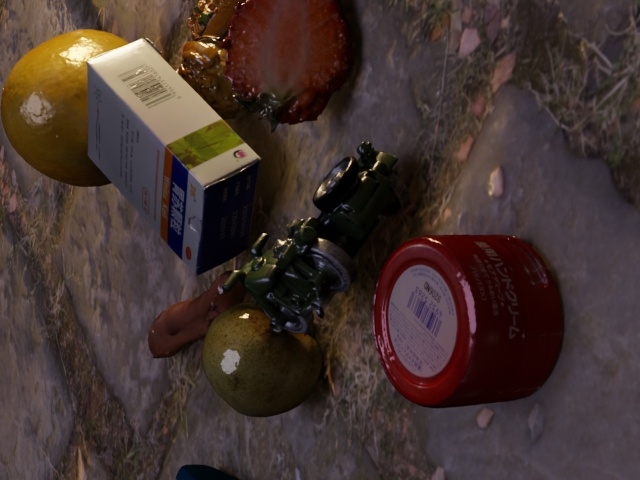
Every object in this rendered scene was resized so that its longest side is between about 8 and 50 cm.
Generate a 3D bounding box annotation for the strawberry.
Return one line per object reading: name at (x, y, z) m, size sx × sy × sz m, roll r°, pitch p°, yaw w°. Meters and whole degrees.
strawberry at (-0.036, -0.259, 1.621) m, size 0.236 × 0.175 × 0.107 m, roll -57°, pitch -1°, yaw -9°

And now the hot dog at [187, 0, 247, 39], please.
hot dog at (-0.148, -0.364, 1.843) m, size 0.188 × 0.055 × 0.072 m, roll -53°, pitch 47°, yaw 43°

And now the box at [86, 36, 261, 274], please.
box at (-0.223, -0.124, 1.792) m, size 0.299 × 0.106 × 0.200 m, roll 47°, pitch 148°, yaw 26°

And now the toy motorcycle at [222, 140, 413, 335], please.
toy motorcycle at (0.000, 0.000, 1.513) m, size 0.205 × 0.127 × 0.275 m, roll -55°, pitch 5°, yaw -28°

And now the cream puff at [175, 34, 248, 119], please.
cream puff at (-0.162, -0.239, 1.818) m, size 0.119 × 0.104 × 0.133 m, roll -25°, pitch 88°, yaw 59°

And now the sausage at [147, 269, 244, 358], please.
sausage at (-0.190, 0.117, 1.887) m, size 0.304 × 0.078 × 0.078 m, roll -31°, pitch 64°, yaw 53°

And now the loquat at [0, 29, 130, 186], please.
loquat at (-0.402, -0.226, 2.037) m, size 0.275 × 0.275 × 0.275 m, roll -1°, pitch 89°, yaw 56°

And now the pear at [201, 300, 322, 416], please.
pear at (-0.082, 0.157, 1.654) m, size 0.136 × 0.167 × 0.167 m, roll -60°, pitch 43°, yaw 18°

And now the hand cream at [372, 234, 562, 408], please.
hand cream at (0.155, 0.086, 1.328) m, size 0.193 × 0.125 × 0.193 m, roll 6°, pitch 97°, yaw 56°

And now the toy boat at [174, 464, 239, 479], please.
toy boat at (-0.118, 0.397, 1.761) m, size 0.299 × 0.096 × 0.062 m, roll 19°, pitch 96°, yaw 52°
